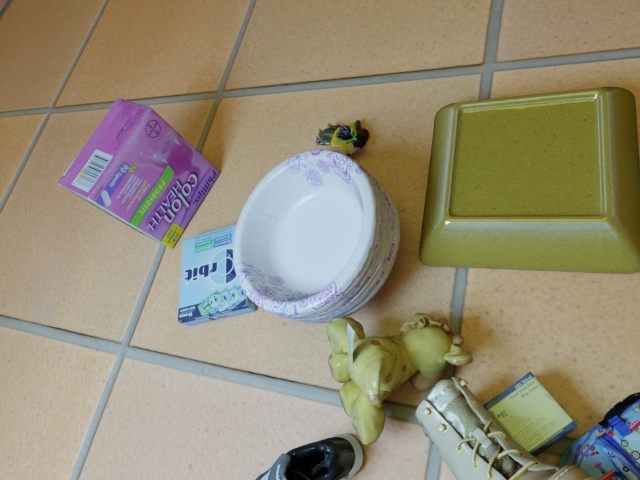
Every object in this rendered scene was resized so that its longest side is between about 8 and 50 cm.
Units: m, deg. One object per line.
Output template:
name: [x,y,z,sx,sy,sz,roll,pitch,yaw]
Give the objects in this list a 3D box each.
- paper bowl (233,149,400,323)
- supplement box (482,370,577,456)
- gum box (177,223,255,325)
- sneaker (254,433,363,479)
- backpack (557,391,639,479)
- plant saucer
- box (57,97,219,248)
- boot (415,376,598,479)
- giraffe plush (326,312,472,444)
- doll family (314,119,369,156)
paper bowl: [0.000,0.000,0.800,0.284,0.148,0.284,-13,66,32]
supplement box: [0.280,0.239,0.629,0.083,0.056,0.083,-38,57,4]
gum box: [-0.209,0.067,0.945,0.157,0.041,0.184,-15,60,17]
sneaker: [-0.052,0.360,0.692,0.234,0.106,0.078,-34,56,6]
backpack: [0.371,0.279,0.534,0.173,0.117,0.158,-37,57,5]
plant saucer: [0.334,-0.120,0.765,0.333,0.081,0.332,1,66,25]
box: [-0.373,-0.135,0.997,0.117,0.243,0.213,22,76,31]
boot: [0.201,0.248,0.546,0.095,0.262,0.203,-28,54,-9]
giraffe plush: [0.116,0.173,0.688,0.171,0.210,0.181,-12,52,-15]
doll family: [0.037,-0.171,0.933,0.112,0.076,0.192,13,77,24]
